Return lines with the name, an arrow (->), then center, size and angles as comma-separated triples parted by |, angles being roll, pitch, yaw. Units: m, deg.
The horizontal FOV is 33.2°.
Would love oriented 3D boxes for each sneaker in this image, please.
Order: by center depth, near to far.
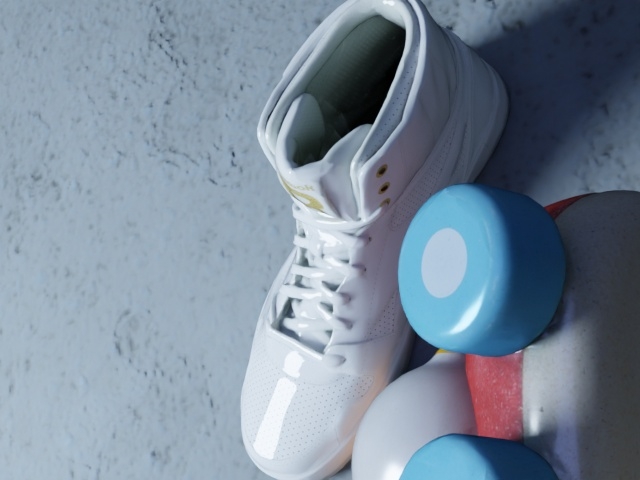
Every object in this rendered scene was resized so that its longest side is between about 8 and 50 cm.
sneaker -> 0.000, 0.000, 0.617 | 0.108, 0.169, 0.293 | 22, 89, 28

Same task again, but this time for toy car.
toy car -> 0.090, 0.094, 0.559 | 0.238, 0.219, 0.210 | -16, 67, 53
